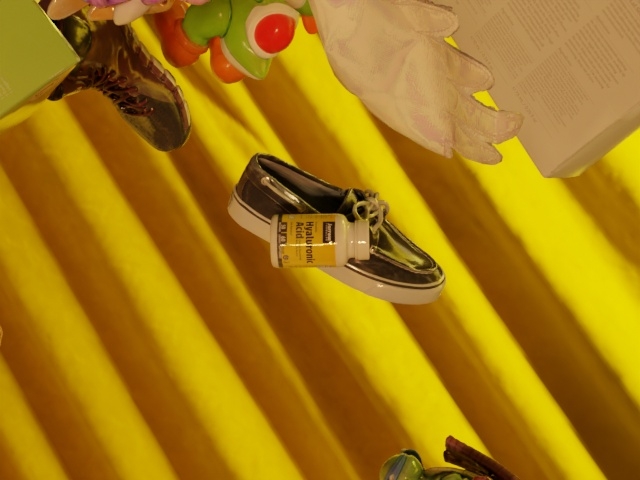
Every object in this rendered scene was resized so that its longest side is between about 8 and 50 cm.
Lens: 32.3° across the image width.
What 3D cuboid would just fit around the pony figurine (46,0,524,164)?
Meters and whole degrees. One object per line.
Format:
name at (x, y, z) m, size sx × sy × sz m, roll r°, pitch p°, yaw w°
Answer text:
pony figurine at (0.009, -0.248, 0.774) m, size 0.363 × 0.351 × 0.303 m, roll -50°, pitch -40°, yaw -17°

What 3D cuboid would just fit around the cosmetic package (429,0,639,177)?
cosmetic package at (0.271, -0.302, 1.217) m, size 0.097 × 0.377 × 0.284 m, roll -8°, pitch -27°, yaw -49°

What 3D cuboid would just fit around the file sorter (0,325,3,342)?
file sorter at (-0.480, 0.157, 1.110) m, size 0.291 × 0.182 × 0.202 m, roll -49°, pitch 15°, yaw -2°

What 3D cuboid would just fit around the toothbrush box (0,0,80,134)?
toothbrush box at (-0.358, -0.091, 0.893) m, size 0.283 × 0.122 × 0.206 m, roll -41°, pitch 11°, yaw -24°

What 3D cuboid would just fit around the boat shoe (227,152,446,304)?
boat shoe at (0.036, -0.022, 1.433) m, size 0.105 × 0.306 × 0.113 m, roll -61°, pitch 1°, yaw 33°

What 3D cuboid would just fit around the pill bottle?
pill bottle at (0.000, 0.000, 1.313) m, size 0.116 × 0.065 × 0.065 m, roll -1°, pitch -16°, yaw 3°

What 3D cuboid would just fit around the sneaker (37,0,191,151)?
sneaker at (-0.275, -0.192, 1.368) m, size 0.106 × 0.281 × 0.162 m, roll -9°, pitch 36°, yaw 32°

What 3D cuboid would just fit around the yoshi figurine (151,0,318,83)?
yoshi figurine at (-0.064, -0.367, 1.494) m, size 0.362 × 0.203 × 0.203 m, roll -25°, pitch 22°, yaw 41°

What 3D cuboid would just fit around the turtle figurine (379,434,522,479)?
turtle figurine at (0.170, 0.345, 1.153) m, size 0.275 × 0.266 × 0.198 m, roll -69°, pitch 3°, yaw -80°
